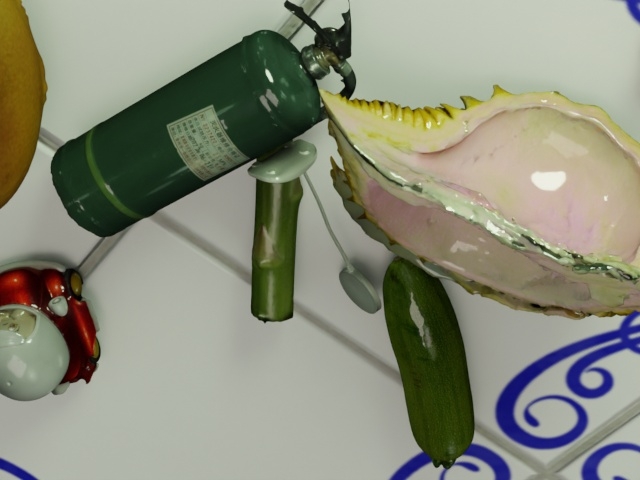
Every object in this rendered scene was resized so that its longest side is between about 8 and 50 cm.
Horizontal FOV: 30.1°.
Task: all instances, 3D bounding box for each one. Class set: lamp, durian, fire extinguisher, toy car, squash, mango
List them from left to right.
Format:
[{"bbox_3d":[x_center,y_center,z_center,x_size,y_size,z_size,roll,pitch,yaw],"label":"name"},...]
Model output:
[{"bbox_3d":[-0.297,-0.114,0.940,0.136,0.166,0.236,29,128,24],"label":"mango"},{"bbox_3d":[-0.271,0.101,1.117,0.112,0.112,0.139,-12,122,15],"label":"toy car"},{"bbox_3d":[-0.078,-0.102,0.962,0.294,0.093,0.118,-26,133,23],"label":"fire extinguisher"},{"bbox_3d":[0.000,0.000,1.031,0.050,0.056,0.198,25,150,47],"label":"lamp"},{"bbox_3d":[0.106,0.124,1.112,0.069,0.069,0.258,-7,124,13],"label":"squash"},{"bbox_3d":[0.131,-0.018,0.964,0.305,0.186,0.196,19,144,3],"label":"durian"}]

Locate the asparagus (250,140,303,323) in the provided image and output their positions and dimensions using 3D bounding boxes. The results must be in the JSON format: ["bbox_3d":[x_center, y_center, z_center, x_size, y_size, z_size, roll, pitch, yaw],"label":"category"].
[{"bbox_3d":[-0.040,-0.013,1.052,0.045,0.041,0.178,-9,116,-27],"label":"asparagus"}]
